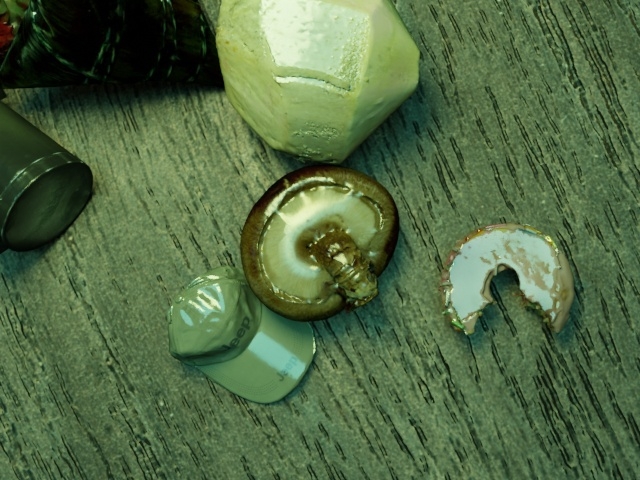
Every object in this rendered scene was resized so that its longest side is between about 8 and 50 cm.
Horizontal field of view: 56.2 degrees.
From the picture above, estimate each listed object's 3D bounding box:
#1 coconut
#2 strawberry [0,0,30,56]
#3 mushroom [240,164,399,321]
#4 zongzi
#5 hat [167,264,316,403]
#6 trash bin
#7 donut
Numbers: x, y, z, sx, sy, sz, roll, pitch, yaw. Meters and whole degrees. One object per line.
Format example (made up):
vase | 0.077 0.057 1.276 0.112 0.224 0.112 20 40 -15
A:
coconut | -0.001 -0.305 1.022 0.352 0.352 0.352 0 83 3
strawberry | -0.670 -0.435 1.106 0.257 0.261 0.261 -13 82 3
mushroom | 0.005 0.007 1.060 0.297 0.163 0.278 -39 74 -2
zongzi | -0.403 -0.367 1.074 0.362 0.383 0.319 -24 90 36
hat | -0.140 0.169 1.064 0.244 0.149 0.214 29 86 17
trash bin | -0.601 -0.144 1.087 0.301 0.203 0.252 37 66 7
donut | 0.325 0.068 1.068 0.233 0.085 0.199 0 84 4
